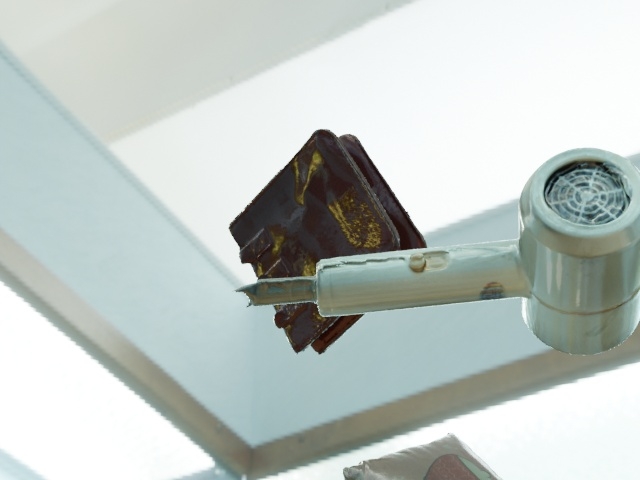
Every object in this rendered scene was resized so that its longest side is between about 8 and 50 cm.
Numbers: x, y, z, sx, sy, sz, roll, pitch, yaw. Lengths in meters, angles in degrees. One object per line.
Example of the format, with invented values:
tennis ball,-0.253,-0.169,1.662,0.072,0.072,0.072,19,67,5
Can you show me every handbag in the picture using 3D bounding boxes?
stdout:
handbag,0.001,0.000,1.690,0.084,0.260,0.275,-1,-39,-51

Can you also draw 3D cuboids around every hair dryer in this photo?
hair dryer,0.097,0.026,0.951,0.357,0.107,0.173,-7,-38,6

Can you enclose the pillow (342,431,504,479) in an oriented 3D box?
pillow,0.160,0.327,1.312,0.223,0.236,0.084,-8,-45,-41
